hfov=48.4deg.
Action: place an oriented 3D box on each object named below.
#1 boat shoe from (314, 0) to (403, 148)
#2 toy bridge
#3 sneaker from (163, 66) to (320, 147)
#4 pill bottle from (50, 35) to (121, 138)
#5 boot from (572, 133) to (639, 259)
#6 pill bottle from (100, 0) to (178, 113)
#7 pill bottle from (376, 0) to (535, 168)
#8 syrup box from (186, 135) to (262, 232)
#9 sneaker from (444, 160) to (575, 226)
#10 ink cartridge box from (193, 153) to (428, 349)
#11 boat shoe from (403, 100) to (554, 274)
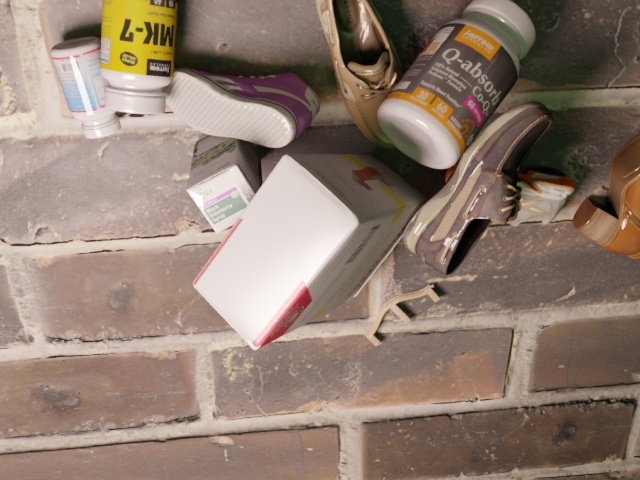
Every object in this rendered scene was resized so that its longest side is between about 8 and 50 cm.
[{"bbox_3d":[0.080,-0.299,1.250,0.122,0.110,0.341,-25,118,7],"label":"boat shoe"},{"bbox_3d":[0.172,0.154,1.550,0.188,0.026,0.063,-40,114,14],"label":"toy bridge"},{"bbox_3d":[-0.136,-0.254,1.262,0.282,0.161,0.102,23,134,16],"label":"sneaker"},{"bbox_3d":[-0.399,-0.262,1.227,0.087,0.087,0.160,-10,119,-1],"label":"pill bottle"},{"bbox_3d":[0.679,-0.081,1.435,0.220,0.109,0.283,23,115,-16],"label":"boot"},{"bbox_3d":[-0.299,-0.319,1.171,0.119,0.119,0.208,4,106,-9],"label":"pill bottle"},{"bbox_3d":[0.234,-0.271,1.205,0.162,0.162,0.278,42,78,-24],"label":"pill bottle"},{"bbox_3d":[-0.163,-0.116,1.248,0.093,0.237,0.096,-28,117,7],"label":"syrup box"},{"bbox_3d":[0.367,-0.084,1.410,0.263,0.099,0.121,8,122,-9],"label":"sneaker"},{"bbox_3d":[0.000,0.000,1.243,0.160,0.385,0.279,42,111,14],"label":"ink cartridge box"},{"bbox_3d":[0.298,-0.081,1.260,0.132,0.130,0.355,-6,139,-50],"label":"boat shoe"}]
